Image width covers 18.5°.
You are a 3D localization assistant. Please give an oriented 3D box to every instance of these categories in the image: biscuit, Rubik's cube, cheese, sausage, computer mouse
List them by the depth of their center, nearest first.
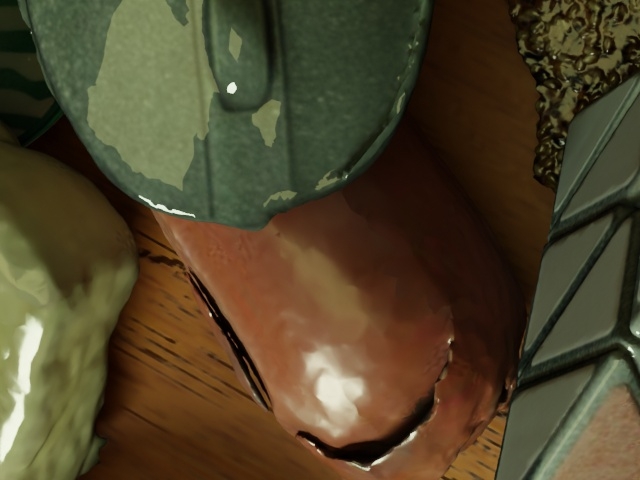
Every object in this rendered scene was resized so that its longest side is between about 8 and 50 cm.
[{"bbox_3d":[0.199,0.012,0.868,0.228,0.229,0.233,-13,78,24],"label":"Rubik's cube"},{"bbox_3d":[-0.054,-0.188,0.961,0.203,0.114,0.374,-6,62,-7],"label":"computer mouse"},{"bbox_3d":[0.000,0.000,1.027,0.152,0.152,0.279,-34,84,15],"label":"sausage"},{"bbox_3d":[0.179,-0.062,1.036,0.237,0.026,0.131,37,101,9],"label":"biscuit"},{"bbox_3d":[-0.251,0.053,1.082,0.326,0.115,0.318,-14,104,27],"label":"cheese"}]

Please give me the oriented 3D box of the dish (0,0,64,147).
[{"bbox_3d":[-0.198,-0.132,1.097,0.224,0.078,0.246,8,113,20],"label":"dish"}]
